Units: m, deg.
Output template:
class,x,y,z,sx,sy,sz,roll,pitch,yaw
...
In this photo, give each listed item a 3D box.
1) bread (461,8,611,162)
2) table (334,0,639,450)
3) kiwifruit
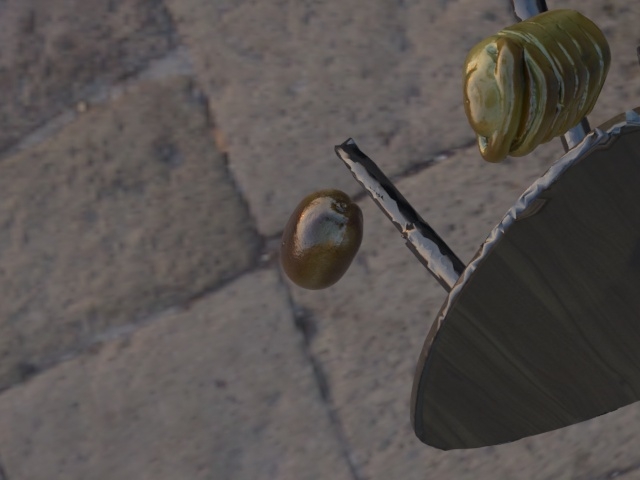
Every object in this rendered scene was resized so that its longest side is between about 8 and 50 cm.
class,x,y,z,sx,sy,sz,roll,pitch,yaw
bread,0.085,-0.061,0.672,0.034,0.088,0.049,4,107,34
table,0.142,-0.048,1.158,0.317,0.317,0.249,-42,50,24
kiwifruit,0.000,0.000,1.669,0.075,0.075,0.124,51,151,14
